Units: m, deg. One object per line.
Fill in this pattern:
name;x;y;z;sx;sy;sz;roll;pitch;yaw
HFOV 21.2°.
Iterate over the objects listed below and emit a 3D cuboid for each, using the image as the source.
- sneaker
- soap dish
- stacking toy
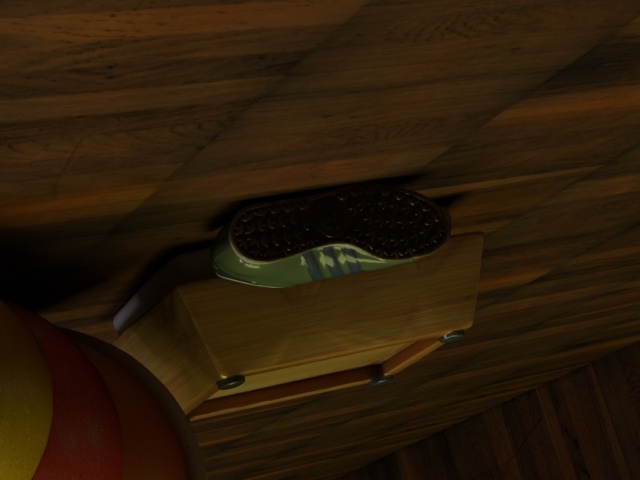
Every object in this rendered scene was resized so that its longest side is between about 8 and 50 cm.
sneaker;0.000;0.000;1.353;0.192;0.064;0.086;-4;164;-28
soap dish;-0.022;0.071;1.500;0.291;0.118;0.229;-9;166;-26
stacking toy;-0.288;0.133;1.172;0.350;0.350;0.480;-17;150;1
